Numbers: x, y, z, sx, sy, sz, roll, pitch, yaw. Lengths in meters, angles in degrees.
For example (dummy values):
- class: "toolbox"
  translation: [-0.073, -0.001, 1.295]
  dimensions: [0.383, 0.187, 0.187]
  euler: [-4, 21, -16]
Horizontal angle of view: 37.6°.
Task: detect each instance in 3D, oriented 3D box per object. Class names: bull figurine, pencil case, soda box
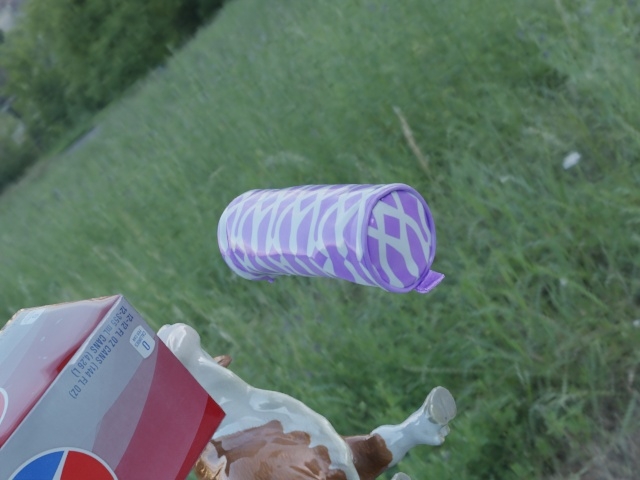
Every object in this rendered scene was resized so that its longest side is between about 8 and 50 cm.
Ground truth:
- class: "bull figurine"
  translation: [0.000, 0.182, 0.549]
  dimensions: [0.188, 0.310, 0.101]
  euler: [-19, 0, 41]
- class: "pencil case"
  translation: [0.000, 0.000, 0.759]
  dimensions: [0.086, 0.088, 0.206]
  euler: [-36, 21, -31]
- class: "soda box"
  translation: [-0.150, 0.143, 0.368]
  dimensions: [0.092, 0.083, 0.263]
  euler: [-8, 38, 42]
